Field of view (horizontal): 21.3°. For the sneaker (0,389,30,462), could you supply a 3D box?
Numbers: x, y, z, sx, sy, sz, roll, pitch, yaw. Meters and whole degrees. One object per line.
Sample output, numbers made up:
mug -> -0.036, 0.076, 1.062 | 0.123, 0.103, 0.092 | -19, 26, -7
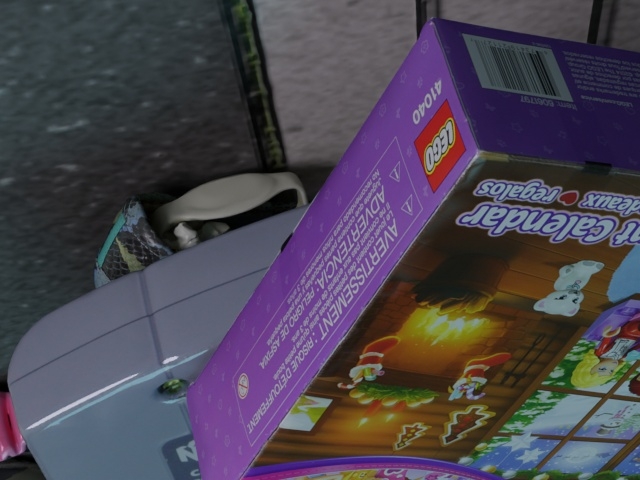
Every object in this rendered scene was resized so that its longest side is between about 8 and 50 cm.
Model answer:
sneaker -> -0.161, 0.095, 0.889 | 0.119, 0.047, 0.057 | -7, 169, -8

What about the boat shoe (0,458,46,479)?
boat shoe -> -0.137, 0.210, 1.070 | 0.324, 0.116, 0.123 | 8, 151, -40

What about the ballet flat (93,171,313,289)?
ballet flat -> 0.000, 0.000, 0.717 | 0.188, 0.070, 0.070 | -6, 158, -23

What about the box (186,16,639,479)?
box -> 0.124, 0.029, 0.607 | 0.293, 0.057, 0.201 | 5, 140, -27

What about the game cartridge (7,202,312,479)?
game cartridge -> 0.033, 0.054, 0.696 | 0.294, 0.060, 0.196 | -16, 147, -2
